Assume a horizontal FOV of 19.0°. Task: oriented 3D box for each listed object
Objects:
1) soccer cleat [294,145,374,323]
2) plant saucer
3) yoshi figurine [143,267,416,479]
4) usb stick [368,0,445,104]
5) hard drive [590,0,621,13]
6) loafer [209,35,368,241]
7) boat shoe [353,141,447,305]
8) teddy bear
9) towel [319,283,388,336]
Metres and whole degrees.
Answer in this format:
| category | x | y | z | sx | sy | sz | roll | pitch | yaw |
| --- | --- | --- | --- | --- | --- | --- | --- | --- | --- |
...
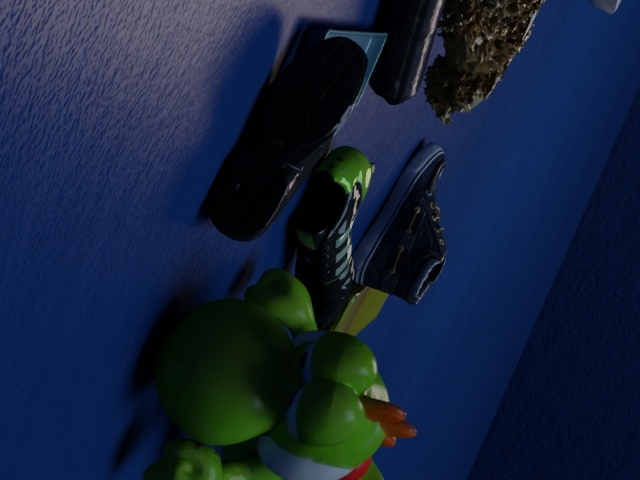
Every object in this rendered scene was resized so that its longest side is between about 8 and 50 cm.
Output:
| category | x | y | z | sx | sy | sz | roll | pitch | yaw |
| --- | --- | --- | --- | --- | --- | --- | --- | --- | --- |
| soccer cleat | 0.000 | 0.000 | 1.664 | 0.072 | 0.060 | 0.179 | -33 | 142 | -50 |
| plant saucer | 0.012 | -0.137 | 1.503 | 0.067 | 0.018 | 0.192 | -66 | 167 | 11 |
| yoshi figurine | -0.059 | 0.129 | 1.521 | 0.203 | 0.204 | 0.362 | -16 | 167 | -16 |
| usb stick | 0.093 | -0.235 | 1.570 | 0.077 | 0.045 | 0.278 | -55 | 165 | -49 |
| hard drive | 0.474 | -0.510 | 2.614 | 0.353 | 0.047 | 0.233 | -59 | 167 | -20 |
| loafer | -0.024 | -0.075 | 1.397 | 0.170 | 0.062 | 0.061 | -53 | 176 | -3 |
| boat shoe | 0.105 | -0.015 | 1.996 | 0.183 | 0.083 | 0.065 | -58 | 167 | -25 |
| teddy bear | 0.163 | -0.260 | 1.668 | 0.245 | 0.113 | 0.338 | -59 | 175 | -33 |
| towel | 0.040 | 0.071 | 2.063 | 0.102 | 0.021 | 0.237 | -62 | 170 | 20 |
